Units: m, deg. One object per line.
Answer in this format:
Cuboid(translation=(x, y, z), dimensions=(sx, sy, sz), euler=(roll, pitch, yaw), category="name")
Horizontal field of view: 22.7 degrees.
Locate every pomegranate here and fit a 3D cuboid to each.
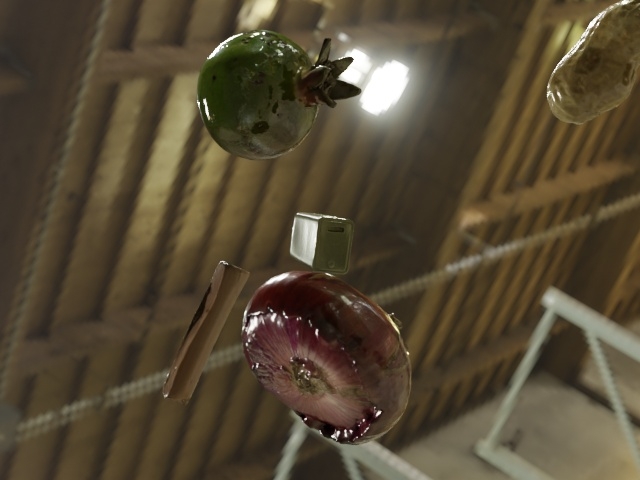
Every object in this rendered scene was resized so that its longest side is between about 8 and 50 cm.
Cuboid(translation=(-0.058, -0.203, 2.169), dimensions=(0.181, 0.224, 0.181), euler=(10, -102, -55), category="pomegranate")

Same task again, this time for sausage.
Cuboid(translation=(-0.088, 0.071, 1.215), dimensions=(0.116, 0.026, 0.026), euler=(-65, -25, 3), category="sausage")

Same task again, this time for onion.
Cuboid(translation=(0.013, 0.145, 2.033), dimensions=(0.161, 0.248, 0.248), euler=(-50, -22, -52), category="onion")

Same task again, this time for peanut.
Cuboid(translation=(0.200, -0.126, 1.095), dimensions=(0.113, 0.054, 0.054), euler=(-50, -22, 18), category="peanut")

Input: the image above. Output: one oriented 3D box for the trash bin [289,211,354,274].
Cuboid(translation=(0.000, 0.000, 1.773), dimensions=(0.043, 0.092, 0.061), euler=(6, -84, -19), category="trash bin")
